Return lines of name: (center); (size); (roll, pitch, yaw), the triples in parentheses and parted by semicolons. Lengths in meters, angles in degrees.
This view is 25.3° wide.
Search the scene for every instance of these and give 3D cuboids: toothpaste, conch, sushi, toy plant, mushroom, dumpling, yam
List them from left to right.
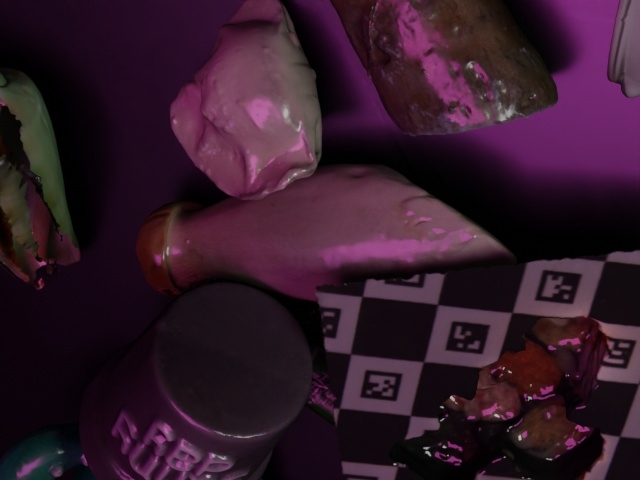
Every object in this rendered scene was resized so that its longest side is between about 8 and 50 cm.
conch: (-0.297, -0.060, 1.329); (0.143, 0.137, 0.251); (-19, 105, 24)
toy plant: (-0.153, 0.191, 1.349); (0.185, 0.279, 0.400); (67, 149, 20)
dumpling: (-0.070, -0.121, 1.246); (0.134, 0.100, 0.169); (-17, 96, 26)
mushroom: (0.000, 0.000, 1.265); (0.350, 0.128, 0.128); (-3, 112, 23)
toothpaste: (0.051, 0.169, 1.354); (0.248, 0.047, 0.078); (38, 118, -13)
yam: (0.055, -0.222, 1.143); (0.133, 0.133, 0.330); (-28, 99, 27)
sushi: (0.168, 0.136, 1.274); (0.320, 0.069, 0.339); (-7, 125, 4)

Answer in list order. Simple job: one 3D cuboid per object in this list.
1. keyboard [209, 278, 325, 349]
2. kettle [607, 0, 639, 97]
keyboard: (-0.023, 0.093, 1.373); (0.250, 0.017, 0.087); (14, 116, 12)
kettle: (0.382, -0.192, 0.995); (0.318, 0.205, 0.265); (16, 141, 15)
